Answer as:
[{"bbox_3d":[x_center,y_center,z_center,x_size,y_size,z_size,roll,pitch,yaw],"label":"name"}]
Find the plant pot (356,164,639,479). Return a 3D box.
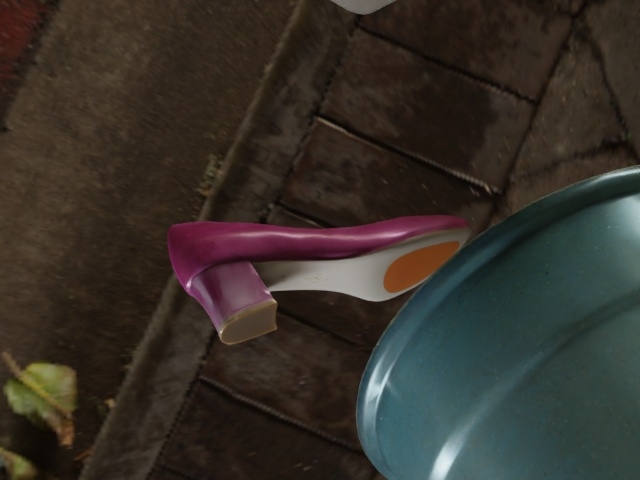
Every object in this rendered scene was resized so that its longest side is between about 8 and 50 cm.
[{"bbox_3d":[0.243,0.185,0.785,0.341,0.341,0.334,-34,49,7],"label":"plant pot"}]

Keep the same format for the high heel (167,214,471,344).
[{"bbox_3d":[0.000,0.000,1.009,0.244,0.082,0.117,-21,56,-17],"label":"high heel"}]

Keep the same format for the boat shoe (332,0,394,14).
[{"bbox_3d":[0.019,-0.201,0.445,0.158,0.340,0.127,-29,72,15],"label":"boat shoe"}]
